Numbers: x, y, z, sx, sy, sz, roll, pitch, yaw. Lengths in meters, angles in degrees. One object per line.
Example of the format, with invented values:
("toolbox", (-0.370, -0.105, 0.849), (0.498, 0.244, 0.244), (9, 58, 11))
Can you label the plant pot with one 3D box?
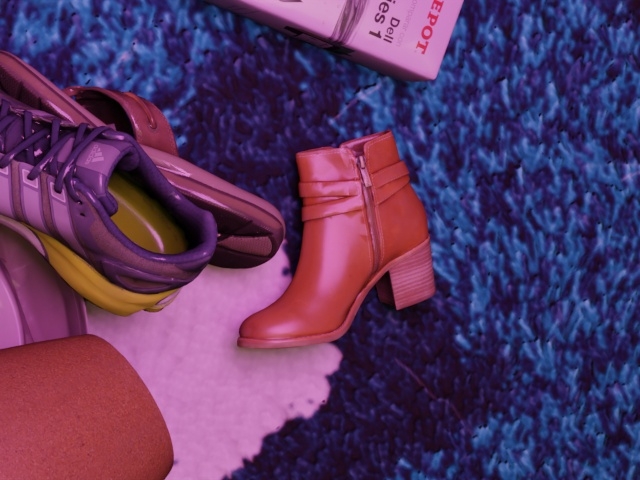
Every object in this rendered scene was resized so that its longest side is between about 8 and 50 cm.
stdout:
("plant pot", (-0.234, 0.176, 1.016), (0.254, 0.237, 0.237), (-31, 106, -27))

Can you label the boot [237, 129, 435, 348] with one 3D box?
("boot", (0.000, 0.000, 1.250), (0.197, 0.073, 0.152), (-22, 105, -28))

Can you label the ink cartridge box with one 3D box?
("ink cartridge box", (0.014, -0.240, 1.211), (0.219, 0.092, 0.160), (19, 90, -20))

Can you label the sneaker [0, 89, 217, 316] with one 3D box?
("sneaker", (-0.195, -0.057, 1.054), (0.300, 0.121, 0.111), (32, 58, -24))

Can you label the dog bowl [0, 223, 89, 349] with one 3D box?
("dog bowl", (-0.353, 0.085, 1.121), (0.349, 0.102, 0.349), (-2, 98, -18))

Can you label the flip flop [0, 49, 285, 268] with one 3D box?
("flip flop", (-0.148, -0.070, 1.179), (0.277, 0.112, 0.080), (26, 57, -14))
